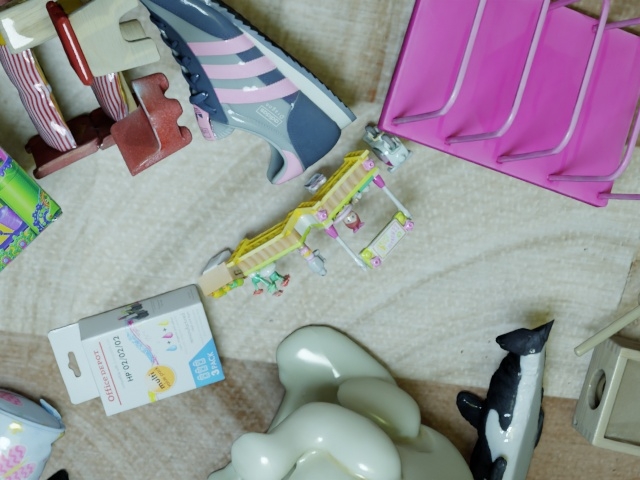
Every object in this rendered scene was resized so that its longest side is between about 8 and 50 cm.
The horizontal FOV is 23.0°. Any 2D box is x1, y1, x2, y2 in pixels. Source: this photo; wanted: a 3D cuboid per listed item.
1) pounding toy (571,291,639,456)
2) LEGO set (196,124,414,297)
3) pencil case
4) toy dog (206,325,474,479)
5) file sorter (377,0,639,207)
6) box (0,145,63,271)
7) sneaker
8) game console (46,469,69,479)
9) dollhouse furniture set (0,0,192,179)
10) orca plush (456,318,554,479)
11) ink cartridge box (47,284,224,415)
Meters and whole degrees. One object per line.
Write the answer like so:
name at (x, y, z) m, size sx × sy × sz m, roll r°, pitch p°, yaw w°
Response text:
pounding toy at (0.381, 0.150, 1.940) m, size 0.181 × 0.094 × 0.206 m, roll 14°, pitch 98°, yaw -12°
LEGO set at (0.000, 0.000, 1.770) m, size 0.287 × 0.132 × 0.107 m, roll -41°, pitch 106°, yaw 4°
pencil case at (-0.391, 0.304, 1.791) m, size 0.124 × 0.113 × 0.273 m, roll 22°, pitch 94°, yaw -39°
toy dog at (0.044, 0.345, 1.741) m, size 0.395 × 0.408 × 0.285 m, roll 35°, pitch 103°, yaw -11°
file sorter at (0.249, -0.174, 1.706) m, size 0.290 × 0.182 × 0.202 m, roll 18°, pitch 86°, yaw -18°
box at (-0.474, -0.042, 1.592) m, size 0.290 × 0.177 × 0.279 m, roll -44°, pitch 118°, yaw -7°
sneaker at (-0.112, -0.180, 1.693) m, size 0.319 × 0.112 × 0.131 m, roll 37°, pitch 96°, yaw -21°
game console at (-0.317, 0.346, 1.841) m, size 0.107 × 0.122 × 0.071 m, roll -37°, pitch 114°, yaw 3°
dollhouse furniture set at (-0.242, -0.157, 1.534) m, size 0.152 × 0.374 × 0.201 m, roll -25°, pitch 112°, yaw -7°
orca plush at (0.204, 0.212, 1.913) m, size 0.102 × 0.151 × 0.287 m, roll 18°, pitch 138°, yaw 21°
ink cartridge box at (-0.213, 0.132, 1.816) m, size 0.181 × 0.061 × 0.104 m, roll -18°, pitch 113°, yaw -5°
